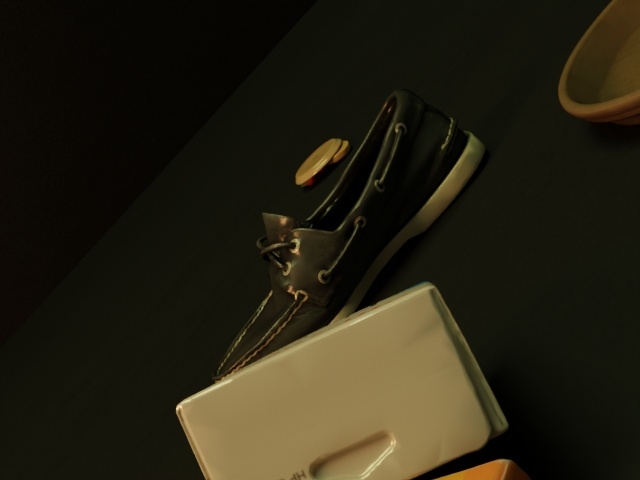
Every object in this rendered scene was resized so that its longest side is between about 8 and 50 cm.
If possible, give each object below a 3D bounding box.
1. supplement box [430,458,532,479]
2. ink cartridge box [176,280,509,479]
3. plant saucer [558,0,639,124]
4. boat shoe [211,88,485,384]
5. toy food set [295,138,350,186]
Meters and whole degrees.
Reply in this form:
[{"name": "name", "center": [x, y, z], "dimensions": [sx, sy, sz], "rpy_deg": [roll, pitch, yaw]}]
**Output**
[{"name": "supplement box", "center": [0.027, 0.181, 0.621], "dimensions": [0.233, 0.078, 0.080], "rpy_deg": [-29, 24, 49]}, {"name": "ink cartridge box", "center": [0.017, 0.089, 0.696], "dimensions": [0.148, 0.086, 0.203], "rpy_deg": [-26, -4, 3]}, {"name": "plant saucer", "center": [0.300, -0.184, 0.936], "dimensions": [0.278, 0.041, 0.278], "rpy_deg": [-42, 15, 14]}, {"name": "boat shoe", "center": [0.002, 0.000, 1.110], "dimensions": [0.340, 0.113, 0.127], "rpy_deg": [-47, 15, -5]}, {"name": "toy food set", "center": [0.001, -0.099, 1.571], "dimensions": [0.083, 0.020, 0.082], "rpy_deg": [-47, 14, -5]}]
